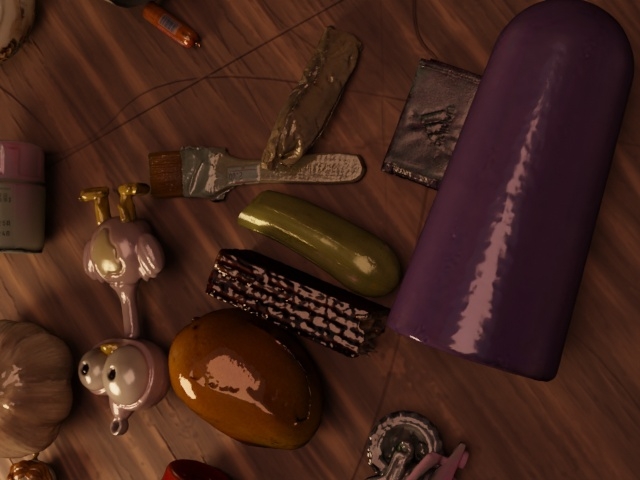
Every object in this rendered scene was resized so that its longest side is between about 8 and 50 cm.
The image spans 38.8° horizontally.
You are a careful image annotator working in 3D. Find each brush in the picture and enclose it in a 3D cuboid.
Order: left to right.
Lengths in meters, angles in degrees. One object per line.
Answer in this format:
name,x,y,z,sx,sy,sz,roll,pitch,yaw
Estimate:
brush,-0.097,-0.101,1.313,0.337,0.020,0.085,-2,88,18

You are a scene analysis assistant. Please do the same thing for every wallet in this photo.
wallet,0.158,-0.154,1.225,0.111,0.030,0.165,22,94,23

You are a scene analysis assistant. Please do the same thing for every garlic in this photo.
garlic,-0.488,0.221,1.337,0.219,0.212,0.218,-3,82,21

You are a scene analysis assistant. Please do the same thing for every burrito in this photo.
burrito,-0.015,-0.194,1.263,0.058,0.063,0.229,16,77,57

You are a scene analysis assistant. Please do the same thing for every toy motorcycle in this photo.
toy motorcycle,0.101,0.394,1.178,0.188,0.143,0.327,25,81,9

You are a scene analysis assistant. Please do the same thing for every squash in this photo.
squash,0.000,0.000,1.247,0.250,0.083,0.083,28,97,19

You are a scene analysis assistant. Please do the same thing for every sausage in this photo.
sausage,-0.219,-0.317,1.356,0.107,0.031,0.031,38,100,16

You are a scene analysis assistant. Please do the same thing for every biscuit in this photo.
biscuit,-0.028,0.085,1.239,0.252,0.106,0.070,23,97,18

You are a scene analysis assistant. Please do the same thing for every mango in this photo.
mango,-0.098,0.190,1.245,0.236,0.136,0.166,39,99,12

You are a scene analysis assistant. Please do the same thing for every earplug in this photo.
earplug,0.247,-0.071,1.105,0.215,0.215,0.455,18,91,18

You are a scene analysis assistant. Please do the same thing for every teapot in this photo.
teapot,-0.555,-0.365,1.418,0.298,0.139,0.204,-41,109,10

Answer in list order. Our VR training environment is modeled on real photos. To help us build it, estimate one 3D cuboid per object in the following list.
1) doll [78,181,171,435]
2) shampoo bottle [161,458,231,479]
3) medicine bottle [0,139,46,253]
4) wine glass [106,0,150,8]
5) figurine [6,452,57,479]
doll,-0.288,0.101,1.330,0.160,0.094,0.365,-3,84,33
shampoo bottle,-0.217,0.458,1.292,0.104,0.104,0.278,23,96,18
medicine bottle,-0.486,-0.064,1.384,0.135,0.135,0.168,2,89,19
wine glass,-0.330,-0.500,1.301,0.238,0.238,0.323,-44,78,12
figurine,-0.431,0.401,1.391,0.101,0.068,0.143,-31,91,19
